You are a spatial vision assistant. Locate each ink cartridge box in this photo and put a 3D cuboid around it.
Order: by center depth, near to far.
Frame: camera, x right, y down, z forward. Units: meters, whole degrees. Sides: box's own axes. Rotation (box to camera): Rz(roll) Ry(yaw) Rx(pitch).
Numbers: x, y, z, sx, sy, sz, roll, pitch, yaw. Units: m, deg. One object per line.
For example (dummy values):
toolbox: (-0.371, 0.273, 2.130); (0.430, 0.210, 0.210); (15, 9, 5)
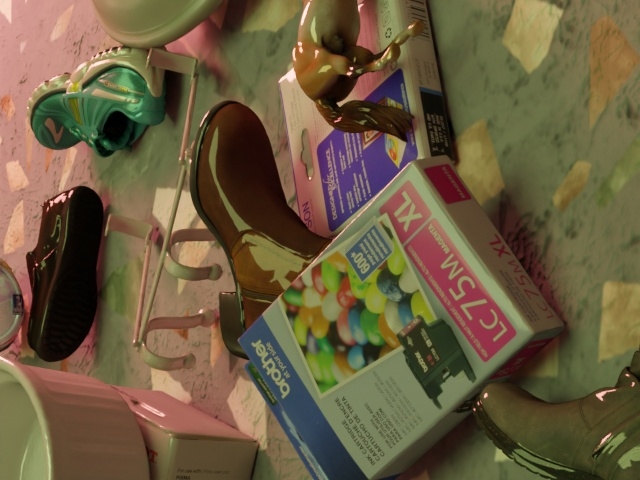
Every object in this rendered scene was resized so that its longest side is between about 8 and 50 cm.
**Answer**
ink cartridge box: (0.049, 0.095, 1.622); (0.311, 0.065, 0.185); (-47, 67, 34)
ink cartridge box: (0.040, -0.116, 1.792); (0.208, 0.045, 0.206); (-38, 52, 46)
ink cartridge box: (-0.190, 0.306, 1.973); (0.197, 0.114, 0.272); (20, 101, 50)

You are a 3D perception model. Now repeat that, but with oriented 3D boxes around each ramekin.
ramekin: (-0.293, 0.259, 1.909); (0.277, 0.135, 0.277); (-11, 76, 49)

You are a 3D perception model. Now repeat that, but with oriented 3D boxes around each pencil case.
pencil case: (-0.430, 0.083, 2.348); (0.273, 0.114, 0.124); (146, 121, -79)

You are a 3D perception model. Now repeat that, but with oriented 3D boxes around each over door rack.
over door rack: (-0.144, -0.038, 2.010); (0.324, 0.108, 0.239); (-114, 38, -60)

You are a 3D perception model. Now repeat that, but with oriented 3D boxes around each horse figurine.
horse figurine: (0.027, -0.204, 1.735); (0.174, 0.066, 0.263); (-26, 57, 46)

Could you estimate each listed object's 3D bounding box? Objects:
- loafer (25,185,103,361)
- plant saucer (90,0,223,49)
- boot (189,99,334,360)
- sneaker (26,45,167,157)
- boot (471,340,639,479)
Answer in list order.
loafer: (-0.320, 0.042, 2.288); (0.078, 0.080, 0.220); (-1, 71, 38)
plant saucer: (-0.179, -0.418, 2.110); (0.400, 0.101, 0.400); (-26, 55, 44)
boot: (0.000, 0.000, 1.715); (0.280, 0.096, 0.264); (3, 96, 50)
sneaker: (-0.271, -0.152, 2.252); (0.275, 0.107, 0.110); (-22, 73, 54)
boot: (0.230, 0.120, 1.420); (0.246, 0.083, 0.161); (33, 104, 50)
